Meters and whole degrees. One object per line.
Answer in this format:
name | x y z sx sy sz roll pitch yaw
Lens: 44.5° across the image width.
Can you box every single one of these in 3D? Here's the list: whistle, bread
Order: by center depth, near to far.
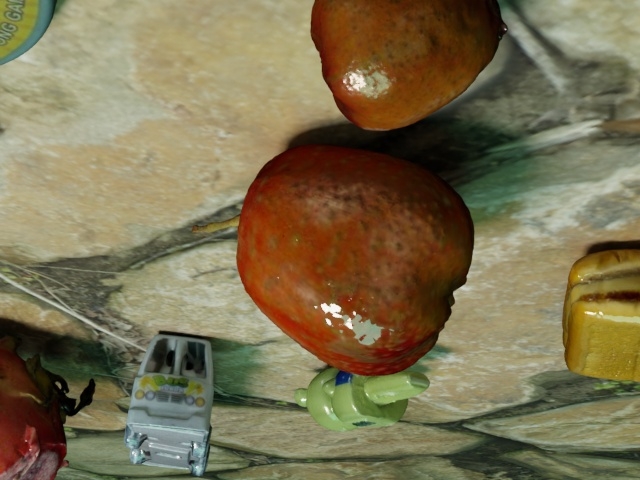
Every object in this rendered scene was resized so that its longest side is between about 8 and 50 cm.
bread | 0.275 0.073 0.690 0.116 0.077 0.200 -3 155 14
whistle | 0.053 0.188 0.970 0.105 0.085 0.227 18 154 -25

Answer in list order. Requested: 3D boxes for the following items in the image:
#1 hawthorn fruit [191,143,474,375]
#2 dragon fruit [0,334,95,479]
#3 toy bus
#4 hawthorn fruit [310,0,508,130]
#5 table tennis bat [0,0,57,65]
hawthorn fruit | 0.000 0.000 0.539 0.204 0.162 0.162 22 156 7
dragon fruit | -0.471 0.223 0.988 0.291 0.269 0.250 36 171 18
toy bus | -0.194 0.231 1.052 0.109 0.135 0.329 10 155 -6
hawthorn fruit | 0.045 -0.099 0.375 0.093 0.081 0.081 -16 150 11
table tennis bat | -0.293 -0.158 0.364 0.329 0.044 0.215 11 156 -16
